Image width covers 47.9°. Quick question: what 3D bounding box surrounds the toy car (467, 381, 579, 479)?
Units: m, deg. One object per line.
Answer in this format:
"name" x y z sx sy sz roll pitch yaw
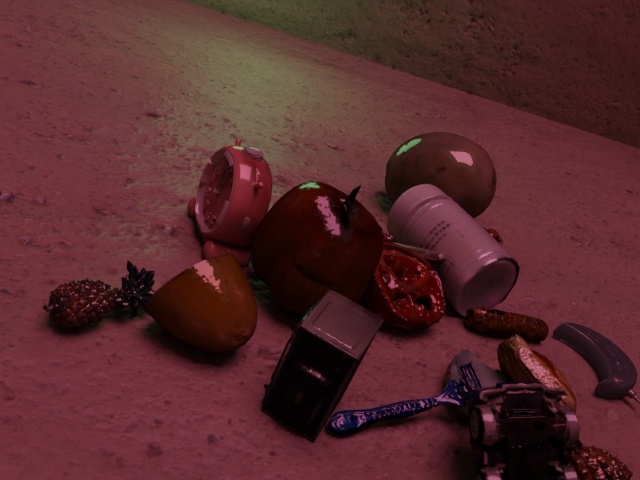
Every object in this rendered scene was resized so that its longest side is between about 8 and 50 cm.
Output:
"toy car" 0.340 0.362 1.267 0.172 0.235 0.158 0 -3 -5

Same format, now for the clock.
"clock" -0.181 -0.098 1.609 0.142 0.241 0.227 9 31 -30

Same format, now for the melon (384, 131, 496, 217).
"melon" 0.340 -0.179 2.085 0.330 0.268 0.268 7 21 27

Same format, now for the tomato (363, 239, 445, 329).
"tomato" 0.173 0.116 1.653 0.228 0.101 0.228 26 41 -25

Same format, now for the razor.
"razor" 0.158 0.310 1.334 0.324 0.056 0.093 -10 60 -23

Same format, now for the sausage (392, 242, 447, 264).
"sausage" 0.201 0.025 1.786 0.269 0.033 0.033 12 15 43

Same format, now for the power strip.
"power strip" 0.692 0.303 1.766 0.167 0.054 0.253 9 31 -24

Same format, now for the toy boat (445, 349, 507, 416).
"toy boat" 0.316 0.305 1.487 0.134 0.079 0.208 35 19 5

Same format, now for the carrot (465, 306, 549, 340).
"carrot" 0.457 0.204 1.750 0.229 0.069 0.069 12 31 -22

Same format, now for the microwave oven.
"microwave oven" -0.003 0.212 1.252 0.129 0.205 0.163 30 28 11

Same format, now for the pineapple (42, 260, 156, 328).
"pineapple" -0.391 0.099 1.285 0.221 0.083 0.103 -11 40 -47

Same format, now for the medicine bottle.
"medicine bottle" 0.326 0.017 1.831 0.190 0.190 0.332 0 37 -36

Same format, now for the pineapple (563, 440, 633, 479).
"pineapple" 0.468 0.407 1.386 0.111 0.119 0.237 -44 57 -12

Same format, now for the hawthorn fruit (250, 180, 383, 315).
"hawthorn fruit" 0.000 0.000 1.512 0.268 0.301 0.268 22 23 -9

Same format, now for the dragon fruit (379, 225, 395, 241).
"dragon fruit" 0.097 0.005 1.764 0.121 0.130 0.142 34 -18 -18

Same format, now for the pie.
"pie" 0.452 0.285 1.502 0.205 0.084 0.179 46 -9 19

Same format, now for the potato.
"potato" -0.194 0.132 1.312 0.158 0.178 0.203 52 12 18

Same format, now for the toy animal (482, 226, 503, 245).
"toy animal" 0.424 -0.026 2.116 0.224 0.066 0.229 10 36 15
